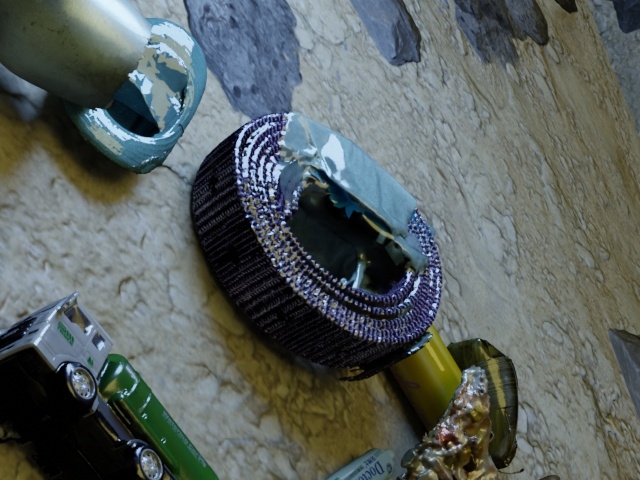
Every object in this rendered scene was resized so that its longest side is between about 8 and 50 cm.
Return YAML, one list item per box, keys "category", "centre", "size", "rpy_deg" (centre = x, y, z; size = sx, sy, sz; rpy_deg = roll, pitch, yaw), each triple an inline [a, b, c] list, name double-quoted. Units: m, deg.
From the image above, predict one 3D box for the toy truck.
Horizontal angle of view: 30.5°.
- category: "toy truck"
  centre: [-0.180, 0.162, 0.984]
  size: [0.242, 0.101, 0.125]
  rpy_deg: [55, 26, -20]

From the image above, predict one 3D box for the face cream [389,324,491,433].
- category: "face cream"
  centre: [0.119, 0.141, 1.495]
  size: [0.273, 0.078, 0.078]
  rpy_deg: [59, 30, -9]

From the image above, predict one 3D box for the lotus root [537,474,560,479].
- category: "lotus root"
  centre: [0.286, 0.421, 1.548]
  size: [0.170, 0.074, 0.260]
  rpy_deg: [28, 44, -42]

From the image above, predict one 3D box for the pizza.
- category: "pizza"
  centre: [0.179, 0.249, 1.435]
  size: [0.185, 0.052, 0.195]
  rpy_deg: [16, 82, -34]

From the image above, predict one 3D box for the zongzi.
- category: "zongzi"
  centre: [0.247, 0.238, 1.632]
  size: [0.184, 0.084, 0.187]
  rpy_deg: [29, 50, -60]

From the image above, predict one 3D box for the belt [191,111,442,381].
- category: "belt"
  centre: [0.000, 0.000, 1.347]
  size: [0.325, 0.122, 0.260]
  rpy_deg: [42, 45, -16]

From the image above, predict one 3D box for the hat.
- category: "hat"
  centre: [-0.200, -0.146, 1.226]
  size: [0.138, 0.078, 0.191]
  rpy_deg: [46, 51, -13]

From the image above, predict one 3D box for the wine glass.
- category: "wine glass"
  centre: [-0.278, -0.222, 1.074]
  size: [0.241, 0.126, 0.126]
  rpy_deg: [34, 39, -24]

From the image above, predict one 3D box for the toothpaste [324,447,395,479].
- category: "toothpaste"
  centre: [0.029, 0.276, 1.286]
  size: [0.064, 0.041, 0.218]
  rpy_deg: [55, 31, 7]
